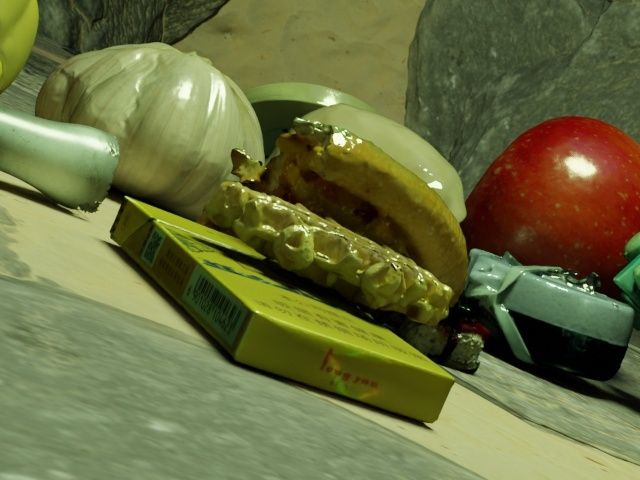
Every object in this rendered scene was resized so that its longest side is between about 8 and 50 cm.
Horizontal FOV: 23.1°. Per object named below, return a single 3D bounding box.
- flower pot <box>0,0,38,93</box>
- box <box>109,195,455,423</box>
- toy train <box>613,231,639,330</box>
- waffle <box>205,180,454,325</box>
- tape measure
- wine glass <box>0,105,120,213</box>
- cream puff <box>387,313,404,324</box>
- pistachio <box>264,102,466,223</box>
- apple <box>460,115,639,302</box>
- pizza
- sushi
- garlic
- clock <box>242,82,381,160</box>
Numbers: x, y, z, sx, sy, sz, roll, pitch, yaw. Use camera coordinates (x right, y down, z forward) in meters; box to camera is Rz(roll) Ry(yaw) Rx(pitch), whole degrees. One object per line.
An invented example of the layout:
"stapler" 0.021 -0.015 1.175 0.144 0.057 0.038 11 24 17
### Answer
"flower pot" -0.332 -0.180 1.317 0.195 0.195 0.179 22 19 -19
"box" -0.037 0.044 1.084 0.153 0.041 0.279 20 7 -28
"toy train" 0.420 0.111 1.574 0.298 0.120 0.194 47 4 -1
"waffle" 0.016 0.013 1.144 0.161 0.046 0.192 28 5 22
"tape measure" 0.222 0.072 1.569 0.181 0.107 0.182 17 3 -1
"wine glass" -0.237 -0.075 1.212 0.155 0.072 0.072 20 6 -34
"cream puff" 0.081 0.054 1.422 0.083 0.083 0.058 13 -38 -6
"pistachio" 0.040 -0.049 1.698 0.197 0.166 0.288 -7 25 -28
"apple" 0.275 -0.012 1.765 0.216 0.260 0.260 38 7 6
"pizza" 0.000 0.000 1.285 0.229 0.081 0.289 3 -26 22
"sushi" 0.104 0.077 1.310 0.083 0.046 0.044 20 6 -33
"garlic" -0.154 -0.112 1.504 0.228 0.152 0.228 26 10 -5
"clock" -0.020 -0.105 1.883 0.235 0.029 0.235 8 -34 5
